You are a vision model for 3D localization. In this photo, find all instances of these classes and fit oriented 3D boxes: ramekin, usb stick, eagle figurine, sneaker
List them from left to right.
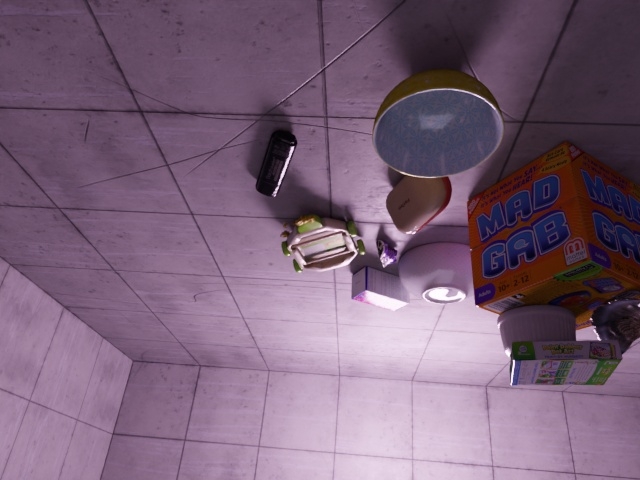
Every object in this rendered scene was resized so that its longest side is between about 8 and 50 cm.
[{"bbox_3d":[-0.132,-0.218,1.439,0.077,0.045,0.278,19,148,-8],"label":"usb stick"},{"bbox_3d":[0.247,0.040,1.819,0.071,0.069,0.170,-17,155,8],"label":"sneaker"},{"bbox_3d":[0.605,0.267,1.372,0.206,0.109,0.207,4,150,2],"label":"ramekin"},{"bbox_3d":[0.831,0.208,1.206,0.226,0.225,0.298,43,-173,10],"label":"eagle figurine"}]

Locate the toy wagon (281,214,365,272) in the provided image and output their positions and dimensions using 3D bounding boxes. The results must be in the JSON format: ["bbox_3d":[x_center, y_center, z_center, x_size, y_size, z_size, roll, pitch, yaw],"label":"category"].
[{"bbox_3d":[0.000,0.000,1.728,0.266,0.068,0.344,-17,143,10],"label":"toy wagon"}]

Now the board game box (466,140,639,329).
[{"bbox_3d":[0.681,0.017,1.392,0.355,0.357,0.356,20,147,-24],"label":"board game box"}]

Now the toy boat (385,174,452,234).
[{"bbox_3d":[0.310,-0.124,1.463,0.151,0.151,0.231,-14,161,-30],"label":"toy boat"}]

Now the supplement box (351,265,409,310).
[{"bbox_3d":[0.247,0.201,2.029,0.219,0.114,0.111,17,147,-22],"label":"supplement box"}]

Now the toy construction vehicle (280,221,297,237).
[{"bbox_3d":[-0.092,-0.034,1.762,0.098,0.035,0.086,5,152,-15],"label":"toy construction vehicle"}]

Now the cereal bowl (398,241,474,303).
[{"bbox_3d":[0.466,0.148,1.873,0.338,0.141,0.339,5,151,3],"label":"cereal bowl"}]

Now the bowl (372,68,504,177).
[{"bbox_3d":[0.262,-0.292,1.130,0.288,0.156,0.290,4,150,2],"label":"bowl"}]

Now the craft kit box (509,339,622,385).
[{"bbox_3d":[0.638,0.331,1.315,0.246,0.061,0.250,-2,150,17],"label":"craft kit box"}]
